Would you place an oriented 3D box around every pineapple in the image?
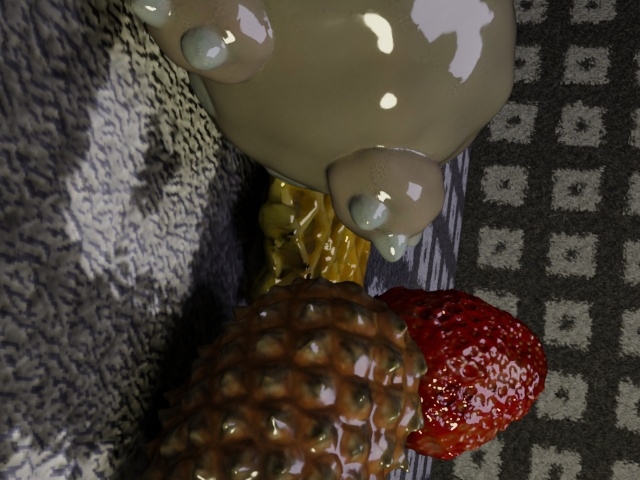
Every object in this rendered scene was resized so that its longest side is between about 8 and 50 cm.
[{"bbox_3d":[-0.063,0.174,0.412,0.361,0.175,0.175,-46,141,-40],"label":"pineapple"}]

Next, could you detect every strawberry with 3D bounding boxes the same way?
[{"bbox_3d":[0.178,0.178,0.948,0.250,0.289,0.238,-133,-143,-86],"label":"strawberry"}]

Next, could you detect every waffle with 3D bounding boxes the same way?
[{"bbox_3d":[0.003,0.001,0.680,0.312,0.060,0.307,1,98,-72],"label":"waffle"}]

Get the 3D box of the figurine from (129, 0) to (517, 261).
[{"bbox_3d":[0.040,-0.183,0.479,0.248,0.203,0.380,47,45,-26],"label":"figurine"}]
